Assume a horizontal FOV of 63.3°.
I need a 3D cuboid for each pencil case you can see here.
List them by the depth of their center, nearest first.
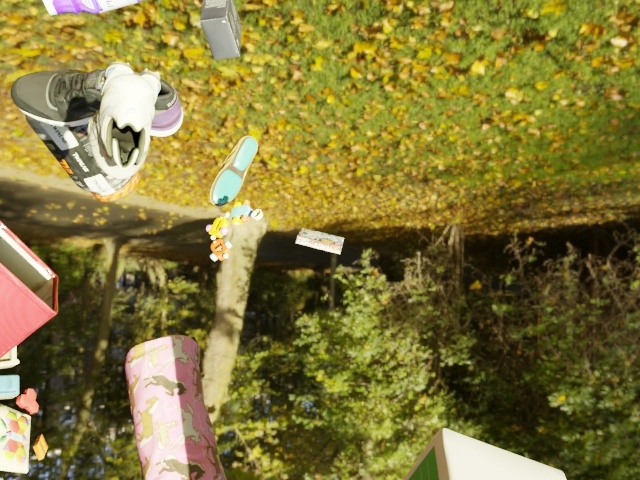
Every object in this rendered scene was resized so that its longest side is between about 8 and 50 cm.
[{"bbox_3d":[-0.272,0.374,0.999,0.167,0.386,0.160,3,135,-32],"label":"pencil case"}]

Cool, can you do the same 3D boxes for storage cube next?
[{"bbox_3d":[-0.449,0.061,0.597,0.215,0.193,0.184,55,165,-25],"label":"storage cube"}]

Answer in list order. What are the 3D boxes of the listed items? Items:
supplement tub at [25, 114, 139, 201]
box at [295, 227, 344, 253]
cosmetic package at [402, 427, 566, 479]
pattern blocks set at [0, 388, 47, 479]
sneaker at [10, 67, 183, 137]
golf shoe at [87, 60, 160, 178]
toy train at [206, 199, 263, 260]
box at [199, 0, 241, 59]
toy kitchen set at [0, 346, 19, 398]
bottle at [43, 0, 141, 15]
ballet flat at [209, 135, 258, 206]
[{"bbox_3d":[-0.716,-0.295,1.602,0.207,0.207,0.338,1,138,22],"label":"supplement tub"},{"bbox_3d":[0.000,0.000,1.577,0.137,0.027,0.094,14,-163,4],"label":"box"},{"bbox_3d":[0.115,0.402,0.530,0.155,0.365,0.197,22,-154,-7],"label":"cosmetic package"},{"bbox_3d":[-0.892,0.572,1.500,0.026,0.324,0.285,-24,156,2],"label":"pattern blocks set"},{"bbox_3d":[-0.381,-0.258,0.878,0.284,0.107,0.124,4,167,-9],"label":"sneaker"},{"bbox_3d":[-0.217,-0.104,0.557,0.069,0.086,0.176,6,151,-21],"label":"golf shoe"},{"bbox_3d":[-0.214,-0.022,1.284,0.125,0.166,0.046,41,172,38],"label":"toy train"},{"bbox_3d":[-0.326,-0.715,1.716,0.093,0.158,0.156,-6,149,5],"label":"box"},{"bbox_3d":[-0.801,0.277,1.299,0.166,0.207,0.122,-28,155,33],"label":"toy kitchen set"},{"bbox_3d":[-0.664,-0.731,1.521,0.283,0.118,0.092,-22,-136,-14],"label":"bottle"},{"bbox_3d":[-0.251,-0.193,1.473,0.080,0.232,0.073,40,159,-32],"label":"ballet flat"}]
